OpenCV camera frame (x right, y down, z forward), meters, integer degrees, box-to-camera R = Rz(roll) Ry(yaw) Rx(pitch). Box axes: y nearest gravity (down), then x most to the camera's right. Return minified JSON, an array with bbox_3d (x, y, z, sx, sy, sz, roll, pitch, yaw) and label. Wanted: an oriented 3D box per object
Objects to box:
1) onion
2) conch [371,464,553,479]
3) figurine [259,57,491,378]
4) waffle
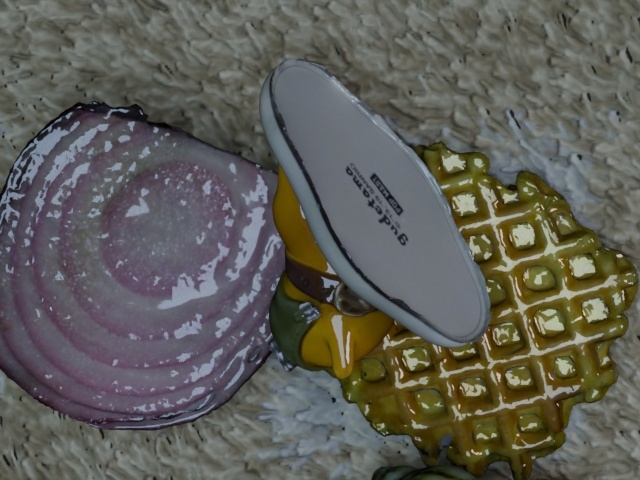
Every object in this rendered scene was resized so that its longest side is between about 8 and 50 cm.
[{"bbox_3d":[-0.148,0.018,1.551,0.250,0.111,0.247,24,100,-17],"label":"onion"},{"bbox_3d":[0.118,0.245,1.534,0.187,0.124,0.181,-35,93,-12],"label":"conch"},{"bbox_3d":[0.000,0.000,1.480,0.141,0.166,0.250,-33,88,34],"label":"figurine"},{"bbox_3d":[0.116,0.058,1.553,0.254,0.052,0.245,32,101,3],"label":"waffle"}]
